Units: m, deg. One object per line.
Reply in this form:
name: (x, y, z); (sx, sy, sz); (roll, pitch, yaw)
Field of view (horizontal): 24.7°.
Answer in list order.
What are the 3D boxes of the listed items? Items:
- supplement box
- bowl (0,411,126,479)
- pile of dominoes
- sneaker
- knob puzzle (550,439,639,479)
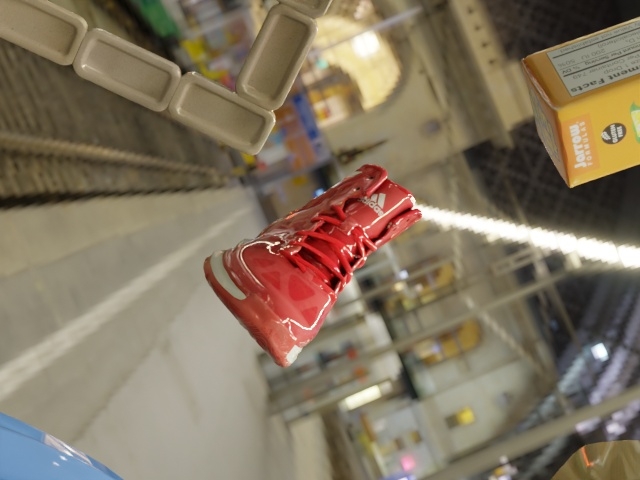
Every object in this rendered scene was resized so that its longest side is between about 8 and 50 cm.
supplement box: (0.263, -0.118, 1.004); (0.080, 0.233, 0.078); (-103, 173, -50)
bowl: (-0.122, 0.219, 0.273); (0.077, 0.391, 0.391); (7, -52, 46)
pile of dominoes: (-0.105, -0.186, 0.802); (0.251, 0.196, 0.040); (26, 20, -9)
sneaker: (0.000, 0.000, 0.967); (0.087, 0.128, 0.221); (49, 8, -11)
knob puzzle: (0.127, 0.173, 0.694); (0.030, 0.213, 0.213); (38, 7, -14)
